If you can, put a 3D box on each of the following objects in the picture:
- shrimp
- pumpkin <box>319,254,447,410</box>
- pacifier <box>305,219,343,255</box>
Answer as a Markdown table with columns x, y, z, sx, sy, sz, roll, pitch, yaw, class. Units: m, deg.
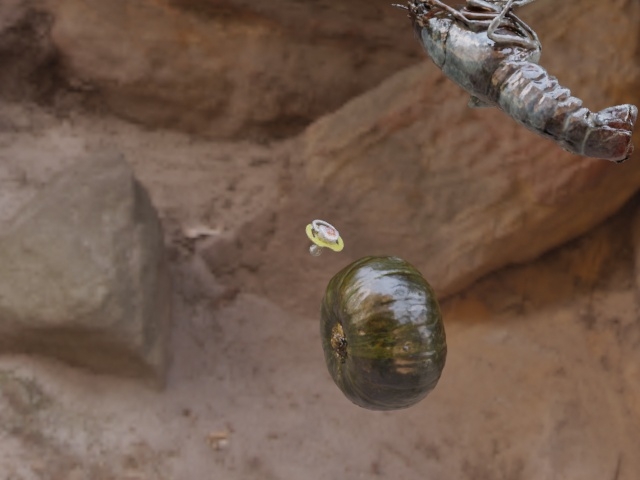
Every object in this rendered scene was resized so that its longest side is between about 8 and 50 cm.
| x | y | z | sx | sy | sz | roll | pitch | yaw | class |
| --- | --- | --- | --- | --- | --- | --- | --- | --- | --- |
| 0.252 | -0.239 | 1.586 | 0.166 | 0.221 | 0.410 | -13 | 46 | -23 | shrimp |
| 0.086 | 0.126 | 1.624 | 0.157 | 0.223 | 0.224 | -6 | 23 | -24 | pumpkin |
| 0.000 | 0.000 | 2.221 | 0.083 | 0.064 | 0.068 | 16 | 36 | -32 | pacifier |
